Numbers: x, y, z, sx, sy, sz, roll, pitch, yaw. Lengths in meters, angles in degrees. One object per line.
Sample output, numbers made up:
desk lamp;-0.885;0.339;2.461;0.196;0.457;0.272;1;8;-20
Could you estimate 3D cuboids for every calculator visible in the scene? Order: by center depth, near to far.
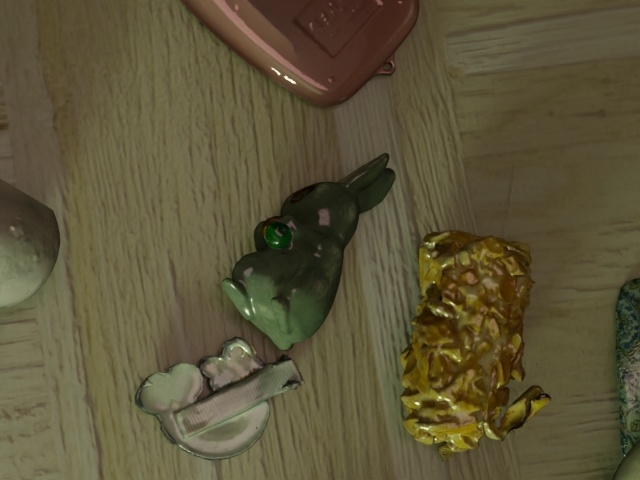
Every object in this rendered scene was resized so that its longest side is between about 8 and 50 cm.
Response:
calculator;-0.036;-0.302;1.532;0.329;0.048;0.220;42;75;-6

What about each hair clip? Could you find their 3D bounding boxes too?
hair clip;-0.103;0.171;1.455;0.172;0.049;0.116;-24;84;-11
hair clip;0.365;0.152;1.561;0.066;0.036;0.229;7;81;-4

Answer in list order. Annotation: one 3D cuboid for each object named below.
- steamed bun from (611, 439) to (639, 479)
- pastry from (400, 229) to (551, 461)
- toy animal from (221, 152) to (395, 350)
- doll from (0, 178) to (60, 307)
steamed bun;0.372;0.300;1.474;0.130;0.177;0.228;20;89;8
pastry;0.167;0.116;1.489;0.154;0.102;0.250;8;79;-8
toy animal;-0.010;0.002;1.482;0.108;0.138;0.236;11;49;28
doll;-0.375;0.072;1.366;0.151;0.151;0.287;31;81;-6
